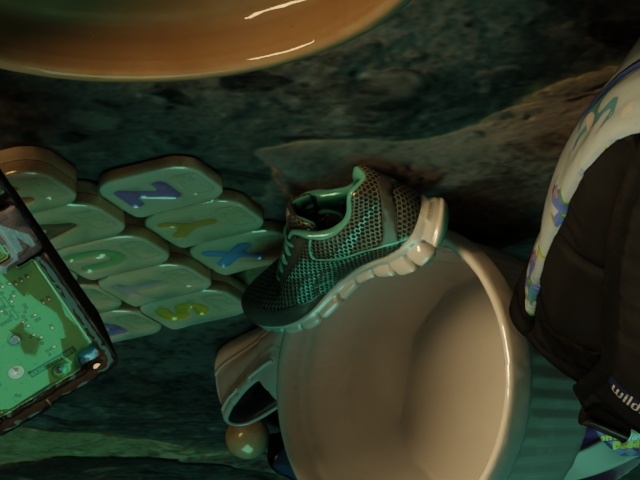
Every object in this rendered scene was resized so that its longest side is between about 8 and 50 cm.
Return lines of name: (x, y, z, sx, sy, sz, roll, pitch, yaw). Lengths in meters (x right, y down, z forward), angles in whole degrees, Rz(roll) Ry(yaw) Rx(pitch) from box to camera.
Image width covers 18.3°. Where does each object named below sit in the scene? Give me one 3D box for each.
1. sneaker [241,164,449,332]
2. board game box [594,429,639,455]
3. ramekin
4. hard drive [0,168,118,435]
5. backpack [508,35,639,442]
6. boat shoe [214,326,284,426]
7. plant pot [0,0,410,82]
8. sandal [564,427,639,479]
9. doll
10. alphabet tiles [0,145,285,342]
sneaker: (0.000, 0.000, 1.242, 0.076, 0.065, 0.166, 35, 132, -28)
board game box: (0.284, 0.119, 1.487, 0.169, 0.033, 0.133, -1, 123, -4)
ramekin: (0.079, 0.095, 1.290, 0.109, 0.207, 0.207, 8, 157, -44)
hard drive: (-0.308, 0.057, 1.039, 0.339, 0.064, 0.237, -31, 124, 0)
backpack: (0.244, -0.010, 0.979, 0.290, 0.273, 0.355, 31, 175, 18)
boat shoe: (-0.023, 0.088, 1.432, 0.066, 0.063, 0.184, 14, 153, -34)
plant pot: (-0.074, -0.156, 0.775, 0.237, 0.110, 0.237, -1, 160, 0)
sandal: (0.227, 0.170, 1.600, 0.416, 0.102, 0.169, -2, 155, 3)
doll: (0.009, 0.194, 1.641, 0.189, 0.046, 0.129, 28, -171, -4)
alphabet tiles: (-0.166, 0.011, 1.290, 0.278, 0.021, 0.284, -12, 156, 22)
